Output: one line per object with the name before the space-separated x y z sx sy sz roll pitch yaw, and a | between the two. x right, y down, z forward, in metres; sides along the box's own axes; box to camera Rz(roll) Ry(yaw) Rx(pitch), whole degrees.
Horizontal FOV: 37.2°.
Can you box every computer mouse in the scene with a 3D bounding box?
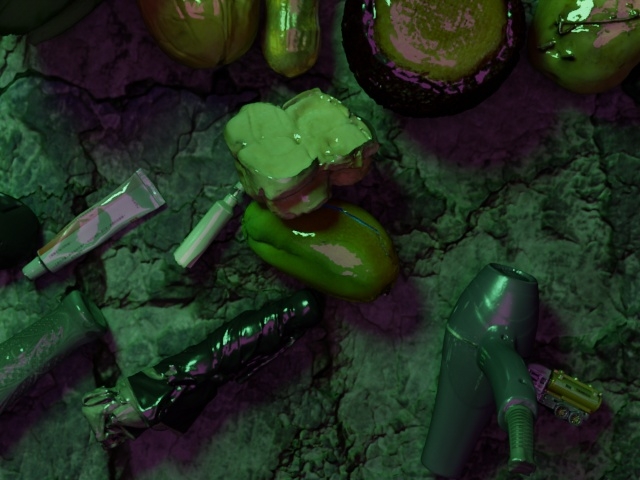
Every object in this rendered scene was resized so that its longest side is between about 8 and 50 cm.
computer mouse | -0.497 -0.023 1.296 0.217 0.073 0.122 13 93 1

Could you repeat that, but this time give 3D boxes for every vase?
vase | -0.401 0.158 1.306 0.219 0.096 0.096 -35 95 0

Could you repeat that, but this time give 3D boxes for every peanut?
peanut | -0.037 -0.321 1.265 0.087 0.087 0.207 1 98 0

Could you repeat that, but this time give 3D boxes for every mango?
mango | 0.000 0.000 1.283 0.232 0.111 0.125 26 57 15

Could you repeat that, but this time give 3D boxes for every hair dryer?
hair dryer | 0.208 0.208 1.183 0.121 0.361 0.301 17 103 -2

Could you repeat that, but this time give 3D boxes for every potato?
potato | 0.395 -0.332 1.235 0.173 0.140 0.300 36 94 27

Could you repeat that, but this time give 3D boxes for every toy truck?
toy truck | 0.329 0.211 1.332 0.123 0.052 0.063 27 90 -4

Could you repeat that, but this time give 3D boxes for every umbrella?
umbrella | -0.153 0.179 1.298 0.357 0.113 0.106 -29 73 2

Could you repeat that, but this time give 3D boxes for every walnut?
walnut | -0.160 -0.323 1.231 0.159 0.159 0.207 -15 88 1

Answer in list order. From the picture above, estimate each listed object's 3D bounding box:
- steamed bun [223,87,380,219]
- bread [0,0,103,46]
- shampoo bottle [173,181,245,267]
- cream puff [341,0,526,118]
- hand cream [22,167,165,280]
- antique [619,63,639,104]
steamed bun | -0.035 -0.112 1.252 0.177 0.106 0.192 -32 55 -26
bread | -0.316 -0.386 1.120 0.129 0.382 0.366 41 49 -2
shampoo bottle | -0.149 -0.024 1.310 0.034 0.049 0.141 39 92 -2
cream puff | 0.141 -0.273 1.228 0.239 0.165 0.239 0 92 -3
hand cream | -0.320 -0.016 1.320 0.216 0.038 0.052 -35 119 -3
antique | 0.471 -0.211 1.227 0.088 0.183 0.086 37 94 -4
